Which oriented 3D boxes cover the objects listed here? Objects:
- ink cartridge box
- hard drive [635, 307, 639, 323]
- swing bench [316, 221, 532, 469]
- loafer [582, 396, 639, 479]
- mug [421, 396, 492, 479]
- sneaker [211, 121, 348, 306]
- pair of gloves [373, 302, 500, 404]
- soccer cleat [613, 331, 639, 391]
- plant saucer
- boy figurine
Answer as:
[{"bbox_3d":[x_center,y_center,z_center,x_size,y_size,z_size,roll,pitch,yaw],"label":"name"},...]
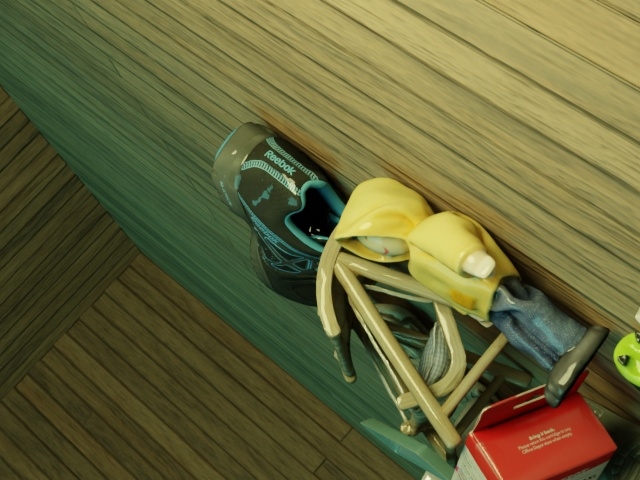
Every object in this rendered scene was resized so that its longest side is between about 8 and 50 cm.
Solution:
[{"bbox_3d":[0.216,0.241,1.147,0.078,0.134,0.231,59,156,33],"label":"ink cartridge box"},{"bbox_3d":[0.350,0.113,0.602,0.307,0.040,0.203,44,149,-8],"label":"hard drive"},{"bbox_3d":[0.105,0.115,1.263,0.255,0.165,0.253,38,169,18],"label":"swing bench"},{"bbox_3d":[0.346,0.251,1.180,0.087,0.094,0.251,42,179,-31],"label":"loafer"},{"bbox_3d":[0.298,0.412,1.515,0.328,0.276,0.374,29,-178,15],"label":"mug"},{"bbox_3d":[-0.016,0.002,1.351,0.140,0.125,0.341,31,166,34],"label":"sneaker"},{"bbox_3d":[0.145,0.159,1.603,0.240,0.042,0.204,42,165,-26],"label":"pair of gloves"},{"bbox_3d":[0.322,0.137,0.912,0.179,0.060,0.072,41,180,39],"label":"soccer cleat"},{"bbox_3d":[0.105,0.245,1.293,0.067,0.018,0.192,41,171,-14],"label":"plant saucer"},{"bbox_3d":[0.138,0.036,1.053,0.285,0.092,0.177,36,170,13],"label":"boy figurine"}]
